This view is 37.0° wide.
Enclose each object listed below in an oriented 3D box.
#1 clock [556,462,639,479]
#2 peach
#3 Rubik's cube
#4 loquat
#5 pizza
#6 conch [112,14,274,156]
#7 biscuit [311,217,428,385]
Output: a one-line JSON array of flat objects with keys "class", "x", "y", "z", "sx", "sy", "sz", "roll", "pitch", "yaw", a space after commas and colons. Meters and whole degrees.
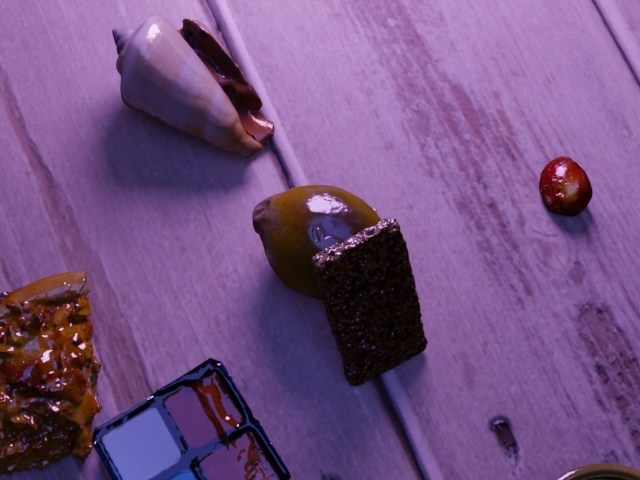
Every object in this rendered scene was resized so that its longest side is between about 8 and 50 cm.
[{"class": "clock", "x": 0.375, "y": 0.414, "z": 1.261, "sx": 0.237, "sy": 0.057, "sz": 0.237, "roll": 1, "pitch": 76, "yaw": -5}, {"class": "peach", "x": 0.363, "y": -0.083, "z": 1.403, "sx": 0.077, "sy": 0.050, "sz": 0.083, "roll": 10, "pitch": 70, "yaw": -6}, {"class": "Rubik's cube", "x": -0.158, "y": 0.270, "z": 1.175, "sx": 0.180, "sy": 0.167, "sz": 0.183, "roll": -32, "pitch": 80, "yaw": -13}, {"class": "loquat", "x": 0.000, "y": 0.000, "z": 1.284, "sx": 0.195, "sy": 0.152, "sz": 0.152, "roll": 30, "pitch": 73, "yaw": -11}, {"class": "pizza", "x": -0.374, "y": 0.192, "z": 1.214, "sx": 0.226, "sy": 0.086, "sz": 0.335, "roll": 35, "pitch": 72, "yaw": 5}, {"class": "conch", "x": -0.193, "y": -0.207, "z": 1.346, "sx": 0.255, "sy": 0.127, "sz": 0.158, "roll": 49, "pitch": 42, "yaw": -15}, {"class": "biscuit", "x": 0.069, "y": 0.086, "z": 1.248, "sx": 0.131, "sy": 0.230, "sz": 0.025, "roll": -28, "pitch": 37, "yaw": -14}]
